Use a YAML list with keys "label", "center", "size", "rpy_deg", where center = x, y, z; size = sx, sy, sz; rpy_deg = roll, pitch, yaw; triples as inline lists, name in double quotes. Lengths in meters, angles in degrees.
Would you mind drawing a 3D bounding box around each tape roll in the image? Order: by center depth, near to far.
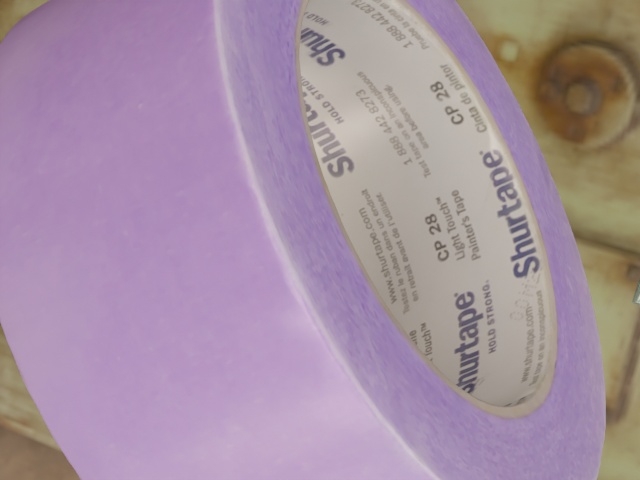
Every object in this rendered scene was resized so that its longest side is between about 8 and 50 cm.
- label: "tape roll"
  center: [0.000, 0.000, 0.409]
  size: [0.189, 0.080, 0.189]
  rpy_deg: [40, 37, -39]

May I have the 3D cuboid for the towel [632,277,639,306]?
- label: "towel"
  center: [0.321, -0.105, 1.040]
  size: [0.271, 0.040, 0.370]
  rpy_deg: [14, 73, -36]
